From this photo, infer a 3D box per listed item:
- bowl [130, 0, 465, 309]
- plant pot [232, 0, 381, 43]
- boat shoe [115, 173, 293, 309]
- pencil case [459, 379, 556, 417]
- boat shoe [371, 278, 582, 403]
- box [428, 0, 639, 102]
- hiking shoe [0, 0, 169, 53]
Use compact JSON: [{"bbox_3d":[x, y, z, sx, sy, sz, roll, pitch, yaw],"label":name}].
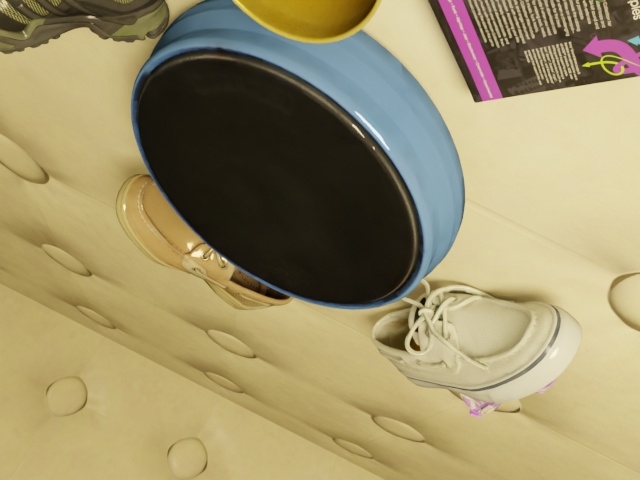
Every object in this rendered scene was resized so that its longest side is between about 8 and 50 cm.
[{"bbox_3d":[-0.041,-0.068,0.627,0.392,0.077,0.391,23,144,17],"label":"bowl"},{"bbox_3d":[-0.003,-0.218,0.377,0.134,0.095,0.134,20,151,12],"label":"plant pot"},{"bbox_3d":[-0.162,0.007,0.881,0.110,0.121,0.341,-1,151,35],"label":"boat shoe"},{"bbox_3d":[0.277,0.208,0.857,0.087,0.088,0.206,23,151,4],"label":"pencil case"},{"bbox_3d":[0.170,0.119,0.775,0.157,0.135,0.367,36,161,-10],"label":"boat shoe"},{"bbox_3d":[0.168,-0.160,0.399,0.162,0.029,0.116,2,144,41],"label":"box"},{"bbox_3d":[-0.247,-0.235,0.491,0.086,0.227,0.114,62,152,27],"label":"hiking shoe"}]
